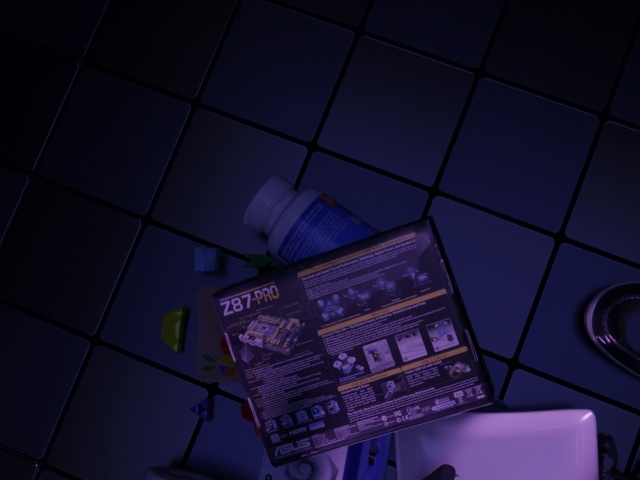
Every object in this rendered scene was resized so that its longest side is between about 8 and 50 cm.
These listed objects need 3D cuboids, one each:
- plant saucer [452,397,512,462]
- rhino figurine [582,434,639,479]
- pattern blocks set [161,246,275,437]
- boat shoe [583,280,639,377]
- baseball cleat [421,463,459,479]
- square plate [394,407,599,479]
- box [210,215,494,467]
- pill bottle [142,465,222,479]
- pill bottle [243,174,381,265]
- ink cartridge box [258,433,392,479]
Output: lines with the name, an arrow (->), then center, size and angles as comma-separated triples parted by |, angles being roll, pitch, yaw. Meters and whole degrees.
plant saucer -> 0.295, 0.340, 1.546 | 0.119, 0.021, 0.119 | -1, 81, 4
rhino figurine -> 0.537, 0.435, 1.486 | 0.106, 0.073, 0.243 | -41, 77, 5
pattern blocks set -> -0.164, 0.176, 1.574 | 0.285, 0.026, 0.325 | 12, 92, 21
boat shoe -> 0.705, 0.199, 1.469 | 0.500, 0.156, 0.187 | 23, 86, 9
baseball cleat -> 0.141, 0.451, 1.455 | 0.109, 0.072, 0.206 | 34, 93, -7
square plate -> 0.309, 0.466, 1.491 | 0.347, 0.049, 0.344 | -3, 85, 10
box -> 0.052, 0.171, 1.433 | 0.395, 0.097, 0.318 | -20, 93, 13
pill bottle -> -0.261, 0.568, 1.480 | 0.176, 0.176, 0.318 | 15, 83, 7
pill bottle -> 0.000, 0.000, 1.558 | 0.272, 0.152, 0.152 | 36, 86, 9
ink cartridge box -> 0.011, 0.356, 1.528 | 0.224, 0.045, 0.223 | 7, 82, 21
